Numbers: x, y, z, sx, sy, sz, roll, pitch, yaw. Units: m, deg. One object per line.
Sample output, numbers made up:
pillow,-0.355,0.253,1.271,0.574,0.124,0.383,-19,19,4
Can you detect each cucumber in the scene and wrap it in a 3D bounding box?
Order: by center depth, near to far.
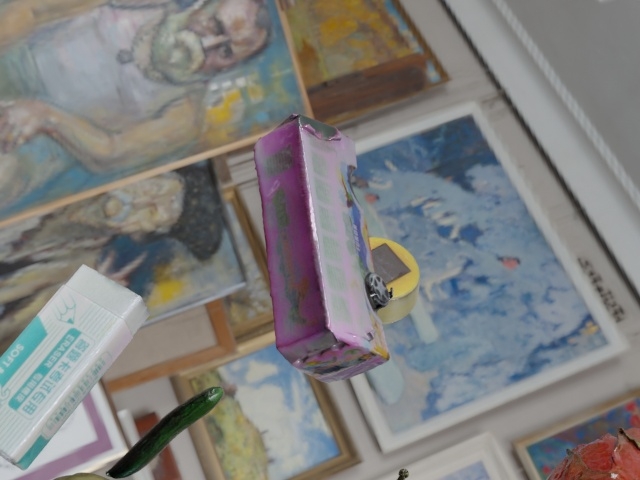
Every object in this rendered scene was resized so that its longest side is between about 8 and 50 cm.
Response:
cucumber,-0.192,0.237,1.143,0.033,0.184,0.036,45,10,-24

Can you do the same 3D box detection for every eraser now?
eraser,-0.299,0.140,1.036,0.095,0.225,0.052,26,-26,21

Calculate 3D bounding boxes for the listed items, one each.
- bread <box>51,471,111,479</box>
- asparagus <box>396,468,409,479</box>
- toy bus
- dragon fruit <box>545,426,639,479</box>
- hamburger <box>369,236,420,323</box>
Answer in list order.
bread,-0.284,0.380,1.108,0.213,0.104,0.213,48,22,-27
asparagus,0.093,0.381,1.319,0.018,0.127,0.015,31,8,33
toy bus,-0.001,0.000,0.948,0.112,0.090,0.274,31,42,-48
dragon fruit,0.325,0.316,0.916,0.252,0.241,0.241,59,-16,23
hamburger,0.071,0.056,1.287,0.141,0.126,0.081,34,-39,12
